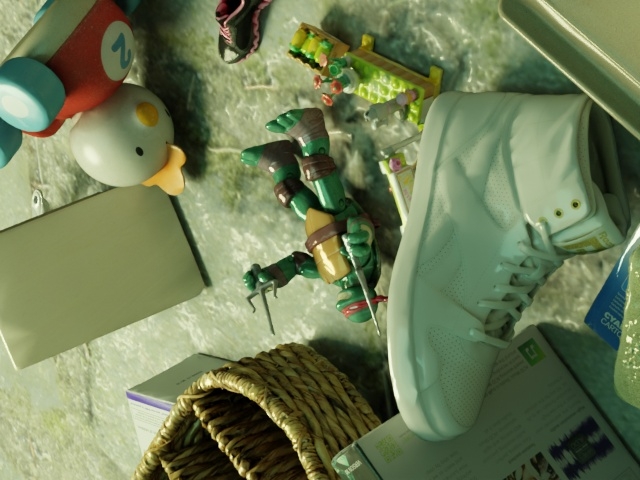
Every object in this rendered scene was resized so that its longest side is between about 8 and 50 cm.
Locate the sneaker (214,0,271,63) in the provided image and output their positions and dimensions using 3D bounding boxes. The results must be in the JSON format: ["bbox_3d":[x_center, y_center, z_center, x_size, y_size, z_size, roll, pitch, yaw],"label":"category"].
[{"bbox_3d":[-0.085,-0.217,1.319,0.047,0.057,0.119,44,138,19],"label":"sneaker"}]

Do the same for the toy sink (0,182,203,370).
[{"bbox_3d":[-0.275,0.031,1.583,0.131,0.234,0.153,-167,54,-78],"label":"toy sink"}]

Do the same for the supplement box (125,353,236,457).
[{"bbox_3d":[-0.130,0.259,1.586,0.114,0.111,0.220,7,115,46],"label":"supplement box"}]

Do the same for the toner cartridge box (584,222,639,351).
[{"bbox_3d":[0.369,0.105,0.986,0.348,0.075,0.165,43,135,24],"label":"toner cartridge box"}]

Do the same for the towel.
[{"bbox_3d":[0.268,0.079,1.001,0.110,0.027,0.148,26,128,36],"label":"towel"}]

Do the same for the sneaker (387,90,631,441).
[{"bbox_3d":[0.154,0.019,1.072,0.169,0.108,0.292,1,81,38],"label":"sneaker"}]

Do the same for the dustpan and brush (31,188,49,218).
[{"bbox_3d":[-0.348,0.007,1.723,0.147,0.060,0.211,41,136,25],"label":"dustpan and brush"}]

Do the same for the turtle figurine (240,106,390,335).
[{"bbox_3d":[0.000,0.000,1.300,0.175,0.118,0.234,-33,71,38],"label":"turtle figurine"}]

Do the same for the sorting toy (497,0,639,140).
[{"bbox_3d":[0.239,-0.196,0.989,0.347,0.047,0.196,46,133,20],"label":"sorting toy"}]

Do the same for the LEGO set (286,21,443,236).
[{"bbox_3d":[0.054,-0.086,1.199,0.287,0.107,0.132,57,140,7],"label":"LEGO set"}]

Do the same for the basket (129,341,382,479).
[{"bbox_3d":[-0.053,0.260,1.356,0.299,0.223,0.213,49,146,42],"label":"basket"}]

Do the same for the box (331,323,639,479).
[{"bbox_3d":[0.189,0.256,1.141,0.322,0.232,0.058,54,144,12],"label":"box"}]

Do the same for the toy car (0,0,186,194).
[{"bbox_3d":[-0.223,-0.140,1.444,0.238,0.219,0.210,39,143,-17],"label":"toy car"}]
